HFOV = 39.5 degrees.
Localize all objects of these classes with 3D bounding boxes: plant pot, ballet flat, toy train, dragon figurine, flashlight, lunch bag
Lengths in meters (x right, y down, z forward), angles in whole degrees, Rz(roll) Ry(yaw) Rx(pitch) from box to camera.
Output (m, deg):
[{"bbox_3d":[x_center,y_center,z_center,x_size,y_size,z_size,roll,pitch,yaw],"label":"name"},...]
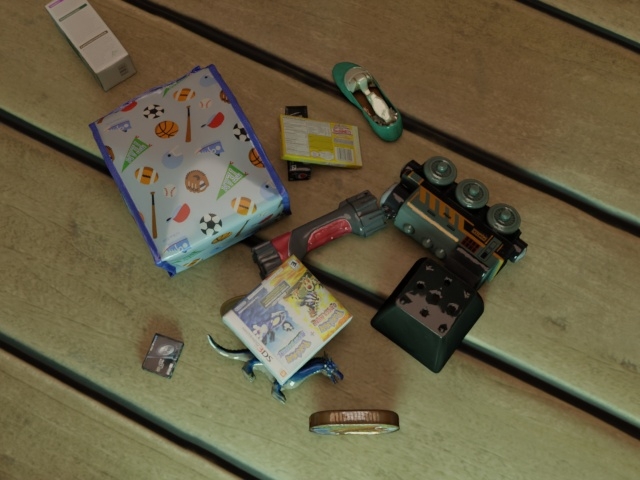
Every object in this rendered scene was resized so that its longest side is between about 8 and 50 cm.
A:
[{"bbox_3d":[0.235,0.141,1.897,0.188,0.167,0.187,36,75,13],"label":"plant pot"},{"bbox_3d":[0.115,-0.345,2.103,0.083,0.087,0.247,-33,74,-10],"label":"ballet flat"},{"bbox_3d":[0.289,-0.041,1.955,0.334,0.142,0.190,39,60,12],"label":"toy train"},{"bbox_3d":[-0.094,0.248,1.902,0.289,0.085,0.144,32,72,6],"label":"dragon figurine"},{"bbox_3d":[0.000,0.000,1.985,0.304,0.103,0.103,-24,32,-11],"label":"flashlight"},{"bbox_3d":[-0.288,-0.165,1.970,0.327,0.239,0.385,-29,81,-7],"label":"lunch bag"}]

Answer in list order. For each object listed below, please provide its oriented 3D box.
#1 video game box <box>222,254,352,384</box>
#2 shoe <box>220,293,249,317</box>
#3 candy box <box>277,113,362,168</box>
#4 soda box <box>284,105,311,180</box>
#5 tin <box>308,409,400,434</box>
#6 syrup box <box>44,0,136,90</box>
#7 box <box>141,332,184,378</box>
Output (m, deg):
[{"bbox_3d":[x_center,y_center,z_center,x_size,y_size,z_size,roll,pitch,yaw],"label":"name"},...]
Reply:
[{"bbox_3d":[-0.069,0.163,1.861,0.205,0.048,0.187,-42,83,-15],"label":"video game box"},{"bbox_3d":[-0.110,0.149,1.958,0.219,0.058,0.077,-5,91,2],"label":"shoe"},{"bbox_3d":[-0.001,-0.225,2.046,0.205,0.027,0.105,5,66,-29],"label":"candy box"},{"bbox_3d":[-0.053,-0.227,2.078,0.053,0.060,0.169,-3,72,-5],"label":"soda box"},{"bbox_3d":[0.070,0.377,1.848,0.189,0.106,0.040,0,71,0],"label":"tin"},{"bbox_3d":[-0.554,-0.486,2.151,0.096,0.093,0.237,-35,74,-10],"label":"syrup box"},{"bbox_3d":[-0.342,0.251,1.939,0.067,0.018,0.083,19,72,7],"label":"box"}]
